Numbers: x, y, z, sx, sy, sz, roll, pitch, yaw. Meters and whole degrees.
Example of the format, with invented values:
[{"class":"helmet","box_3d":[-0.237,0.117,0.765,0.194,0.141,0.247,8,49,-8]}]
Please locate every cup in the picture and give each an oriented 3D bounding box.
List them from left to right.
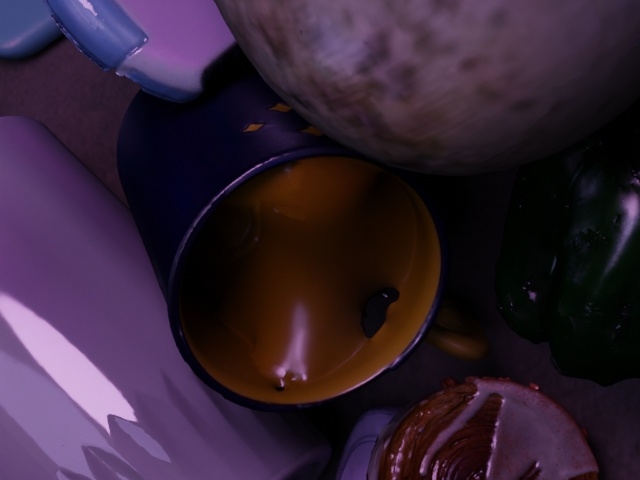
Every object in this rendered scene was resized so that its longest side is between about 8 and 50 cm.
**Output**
[{"class":"cup","box_3d":[-0.191,0.103,1.051,0.371,0.253,0.253,42,112,15]},{"class":"cup","box_3d":[-0.021,0.008,0.967,0.178,0.256,0.255,-32,118,-2]}]

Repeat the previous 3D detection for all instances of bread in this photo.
[{"class":"bread","box_3d":[0.112,0.173,0.968,0.161,0.073,0.160,4,74,-13]}]

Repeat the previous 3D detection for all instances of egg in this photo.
[{"class":"egg","box_3d":[0.083,-0.237,0.803,0.345,0.345,0.427,-2,66,27]}]

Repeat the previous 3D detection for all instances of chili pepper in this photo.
[{"class":"chili pepper","box_3d":[0.214,-0.034,0.886,0.165,0.174,0.261,40,118,47]}]

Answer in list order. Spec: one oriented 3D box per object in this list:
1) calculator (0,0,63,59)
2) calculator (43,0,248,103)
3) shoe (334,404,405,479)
[{"class":"calculator","box_3d":[-0.278,-0.337,1.158,0.256,0.054,0.386,-33,85,26]},{"class":"calculator","box_3d":[-0.072,-0.212,0.958,0.173,0.293,0.051,46,144,-4]},{"class":"shoe","box_3d":[0.043,0.246,1.015,0.095,0.137,0.245,-2,95,22]}]
